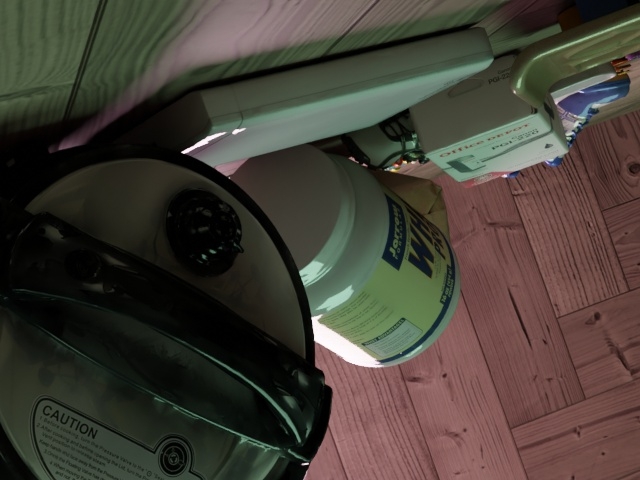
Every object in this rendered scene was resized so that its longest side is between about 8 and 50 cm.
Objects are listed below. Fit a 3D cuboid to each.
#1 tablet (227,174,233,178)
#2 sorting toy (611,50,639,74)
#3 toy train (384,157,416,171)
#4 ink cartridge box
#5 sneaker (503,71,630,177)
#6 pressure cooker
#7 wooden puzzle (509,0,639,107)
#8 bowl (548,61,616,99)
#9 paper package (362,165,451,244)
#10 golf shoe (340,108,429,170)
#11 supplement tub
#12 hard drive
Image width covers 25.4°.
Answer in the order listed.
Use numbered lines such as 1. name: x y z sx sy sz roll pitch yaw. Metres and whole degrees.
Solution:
1. tablet: -0.119 -0.094 2.064 0.083 0.006 0.054 -21 177 35
2. sorting toy: 0.477 -0.280 2.177 0.061 0.042 0.102 -19 178 -14
3. toy train: 0.164 -0.162 2.412 0.166 0.046 0.125 -22 175 9
4. ink cartridge box: 0.223 -0.153 1.855 0.158 0.092 0.218 -20 163 16
5. sneaker: 0.431 -0.205 2.536 0.296 0.131 0.112 -22 175 33
6. pressure cooker: -0.216 0.102 1.267 0.370 0.375 0.420 -17 -179 -40
7. wooden puzzle: 0.356 -0.251 1.472 0.348 0.080 0.322 -25 177 13
8. bowl: 0.341 -0.233 2.007 0.142 0.053 0.142 -20 177 21
9. paper package: 0.000 0.000 2.280 0.309 0.168 0.325 -18 -164 -21
10. golf shoe: 0.107 -0.152 1.952 0.198 0.077 0.094 -15 153 -52
11. supplement tub: 0.024 0.022 1.931 0.235 0.235 0.325 -20 149 24
12. hard drive: -0.028 -0.129 1.410 0.353 0.047 0.233 -18 178 -37
